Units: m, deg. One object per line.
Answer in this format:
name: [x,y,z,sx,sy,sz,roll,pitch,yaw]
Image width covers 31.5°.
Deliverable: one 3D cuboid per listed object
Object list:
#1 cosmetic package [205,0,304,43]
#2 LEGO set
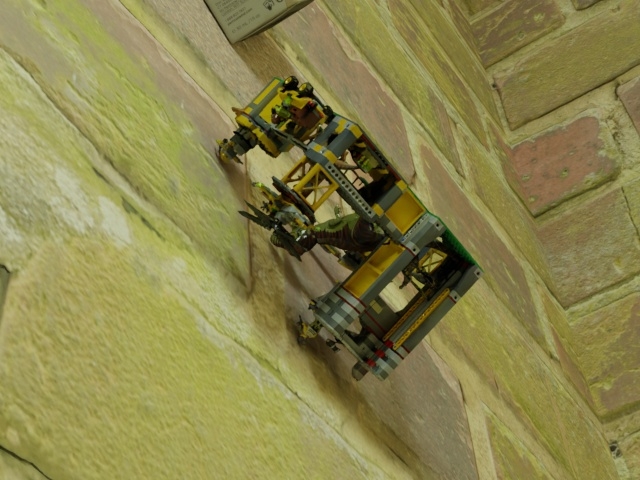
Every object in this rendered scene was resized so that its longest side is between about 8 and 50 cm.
cosmetic package: [-0.134,-0.426,1.500,0.309,0.113,0.160,59,19,-9]
LEGO set: [0.000,0.000,1.225,0.255,0.192,0.331,37,-8,49]
